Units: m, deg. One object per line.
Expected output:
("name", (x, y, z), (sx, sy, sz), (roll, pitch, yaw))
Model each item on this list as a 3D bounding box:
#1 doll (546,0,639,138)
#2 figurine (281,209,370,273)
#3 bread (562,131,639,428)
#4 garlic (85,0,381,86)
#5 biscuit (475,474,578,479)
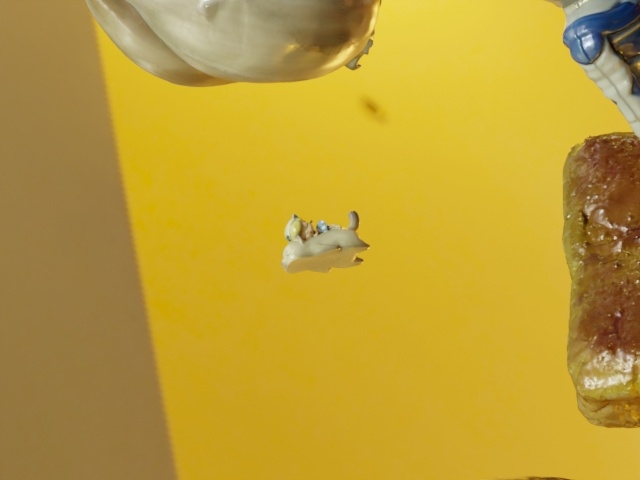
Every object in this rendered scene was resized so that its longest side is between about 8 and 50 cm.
("doll", (0.196, -0.129, 0.988), (0.227, 0.057, 0.114), (35, -129, -23))
("figurine", (0.000, 0.000, 1.392), (0.083, 0.047, 0.050), (-5, -124, -21))
("bread", (0.255, 0.021, 1.178), (0.077, 0.139, 0.271), (75, -163, -44))
("garlic", (-0.058, -0.223, 1.227), (0.292, 0.210, 0.237), (0, -170, -37))
("biscuit", (0.184, 0.175, 0.495), (0.351, 0.057, 0.312), (28, -167, 10))
